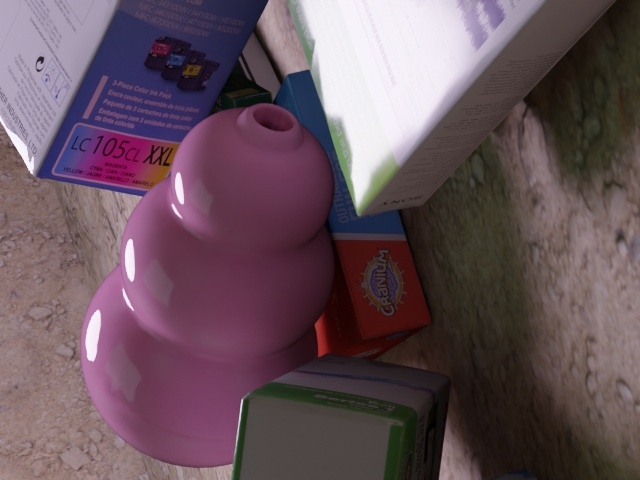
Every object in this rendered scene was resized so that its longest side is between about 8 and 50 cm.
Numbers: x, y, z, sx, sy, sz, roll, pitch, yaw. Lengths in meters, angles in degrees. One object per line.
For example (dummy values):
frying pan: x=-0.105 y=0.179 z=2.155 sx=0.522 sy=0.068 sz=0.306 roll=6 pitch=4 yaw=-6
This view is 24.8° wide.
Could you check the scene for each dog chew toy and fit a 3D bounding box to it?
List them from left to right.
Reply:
dog chew toy: x=-0.081 y=0.031 z=1.208 sx=0.207 sy=0.206 sz=0.332 roll=62 pitch=143 yaw=43

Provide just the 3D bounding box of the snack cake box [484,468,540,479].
snack cake box: x=0.157 y=0.314 z=1.030 sx=0.152 sy=0.089 sz=0.264 roll=-156 pitch=54 yaw=-70

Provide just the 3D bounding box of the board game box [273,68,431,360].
board game box: x=0.000 y=0.000 z=1.372 sx=0.316 sy=0.064 sz=0.242 roll=130 pitch=126 yaw=-71

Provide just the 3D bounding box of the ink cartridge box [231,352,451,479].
ink cartridge box: x=0.016 y=0.203 z=1.091 sx=0.278 sy=0.117 sz=0.201 roll=-6 pitch=-76 yaw=-78

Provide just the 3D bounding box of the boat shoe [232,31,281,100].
boat shoe: x=-0.129 y=-0.194 z=1.591 sx=0.113 sy=0.104 sz=0.306 roll=93 pitch=158 yaw=-46

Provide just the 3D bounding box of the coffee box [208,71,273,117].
coffee box: x=-0.066 y=-0.058 z=1.356 sx=0.113 sy=0.040 sz=0.184 roll=-142 pitch=41 yaw=-66

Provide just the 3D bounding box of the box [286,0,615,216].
box: x=0.068 y=-0.186 z=0.866 sx=0.322 sy=0.058 sz=0.232 roll=-48 pitch=55 yaw=56

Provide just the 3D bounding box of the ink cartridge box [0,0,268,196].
ink cartridge box: x=-0.166 y=-0.276 z=1.306 sx=0.270 sy=0.151 sz=0.395 roll=52 pitch=123 yaw=39
